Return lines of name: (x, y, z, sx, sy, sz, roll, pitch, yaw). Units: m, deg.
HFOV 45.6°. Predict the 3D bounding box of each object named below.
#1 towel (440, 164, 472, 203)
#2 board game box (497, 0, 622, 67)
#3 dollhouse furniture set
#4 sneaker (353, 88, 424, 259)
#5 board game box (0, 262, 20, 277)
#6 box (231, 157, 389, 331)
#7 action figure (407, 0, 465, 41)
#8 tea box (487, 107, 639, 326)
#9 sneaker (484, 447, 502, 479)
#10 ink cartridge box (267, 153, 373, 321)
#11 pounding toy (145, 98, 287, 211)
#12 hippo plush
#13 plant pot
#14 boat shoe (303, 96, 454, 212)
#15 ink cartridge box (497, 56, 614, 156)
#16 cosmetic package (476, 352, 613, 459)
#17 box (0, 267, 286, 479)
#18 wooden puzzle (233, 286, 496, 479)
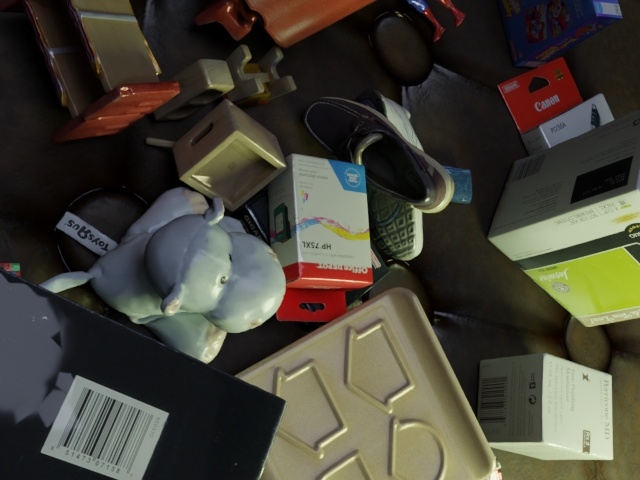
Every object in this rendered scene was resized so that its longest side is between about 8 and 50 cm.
towel: (0.232, -0.106, 1.411, 0.119, 0.029, 0.067, 8, 72, -34)
board game box: (0.469, -0.569, 1.585, 0.078, 0.233, 0.347, -5, 80, -31)
dollhouse furniture set: (-0.229, -0.271, 1.088, 0.374, 0.152, 0.201, -19, 87, -55)
sneaker: (0.139, -0.113, 1.303, 0.129, 0.111, 0.297, 0, 78, -45)
board game box: (-0.479, 0.100, 0.848, 0.281, 0.027, 0.145, -1, 78, -36)
box: (-0.012, 0.006, 1.191, 0.175, 0.051, 0.220, -35, 97, -37)
action figure: (0.144, -0.483, 1.420, 0.280, 0.091, 0.139, 46, 46, -16)
tea box: (0.562, -0.030, 1.433, 0.323, 0.329, 0.220, 40, 57, -21)
sneaker: (0.226, 0.422, 1.196, 0.136, 0.116, 0.314, -34, 95, -34)
ink cartridge box: (0.000, 0.000, 1.118, 0.134, 0.078, 0.231, 5, 74, -34)
pounding toy: (-0.150, -0.124, 1.086, 0.130, 0.141, 0.100, 34, 27, -44)
hippo plush: (-0.163, 0.014, 0.964, 0.294, 0.236, 0.234, 30, 61, -25)
plant pot: (0.000, -0.447, 1.157, 0.272, 0.265, 0.272, 54, 14, -20)
boat shoe: (0.080, -0.143, 1.195, 0.285, 0.103, 0.092, 40, 14, 20)
ink cartridge box: (0.528, -0.272, 1.652, 0.275, 0.060, 0.239, -28, 94, -37)
cosmetic package: (0.390, 0.293, 1.325, 0.183, 0.151, 0.151, 19, 67, -30)
box: (-0.273, 0.167, 0.768, 0.343, 0.312, 0.179, 32, 68, -30)
wooden puzzle: (0.046, 0.281, 1.107, 0.347, 0.080, 0.322, -27, 91, -20)
